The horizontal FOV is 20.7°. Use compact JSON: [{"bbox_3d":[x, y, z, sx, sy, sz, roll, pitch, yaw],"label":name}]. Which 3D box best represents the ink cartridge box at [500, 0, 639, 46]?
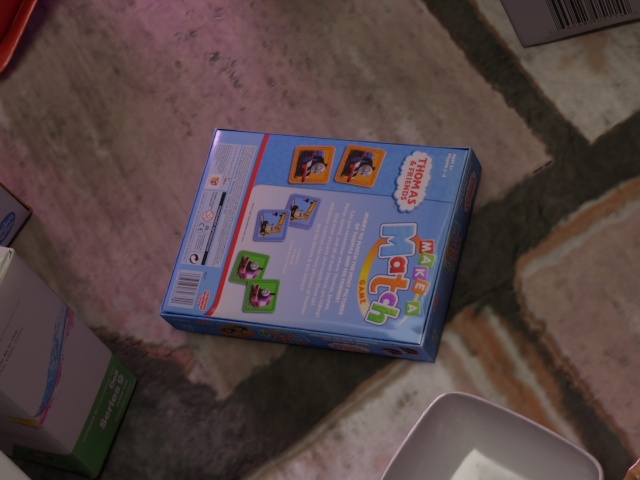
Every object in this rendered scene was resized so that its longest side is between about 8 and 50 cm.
[{"bbox_3d":[0.160,-0.351,1.284,0.130,0.272,0.309,-12,60,16],"label":"ink cartridge box"}]

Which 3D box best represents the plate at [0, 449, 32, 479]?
[{"bbox_3d":[-0.229,0.260,1.153,0.277,0.278,0.045,35,37,31],"label":"plate"}]

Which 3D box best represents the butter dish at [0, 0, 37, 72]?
[{"bbox_3d":[-0.323,-0.243,1.499,0.160,0.118,0.160,22,85,29],"label":"butter dish"}]

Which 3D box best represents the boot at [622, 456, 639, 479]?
[{"bbox_3d":[0.270,0.251,1.050,0.236,0.089,0.269,-43,56,-13],"label":"boot"}]

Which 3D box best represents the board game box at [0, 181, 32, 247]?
[{"bbox_3d":[-0.372,-0.006,1.291,0.064,0.316,0.242,26,75,30],"label":"board game box"}]

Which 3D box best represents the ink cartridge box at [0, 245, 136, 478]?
[{"bbox_3d":[-0.251,0.078,1.261,0.154,0.212,0.093,10,67,26],"label":"ink cartridge box"}]

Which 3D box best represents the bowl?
[{"bbox_3d":[0.109,0.186,1.159,0.142,0.053,0.142,25,75,30],"label":"bowl"}]

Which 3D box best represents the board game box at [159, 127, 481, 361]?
[{"bbox_3d":[0.000,0.000,1.305,0.211,0.039,0.160,6,67,25],"label":"board game box"}]
